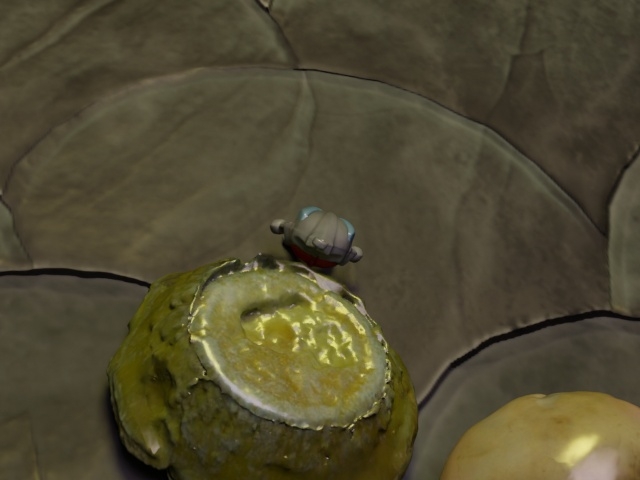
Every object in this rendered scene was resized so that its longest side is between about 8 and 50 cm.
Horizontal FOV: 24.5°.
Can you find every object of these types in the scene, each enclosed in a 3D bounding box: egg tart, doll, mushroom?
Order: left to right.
[{"bbox_3d":[-0.024,0.076,0.871,0.197,0.078,0.197,13,47,-14],"label":"egg tart"},{"bbox_3d":[0.001,-0.001,0.936,0.039,0.114,0.057,-42,93,-4],"label":"doll"},{"bbox_3d":[0.135,0.150,0.840,0.148,0.112,0.148,-18,26,9],"label":"mushroom"}]
